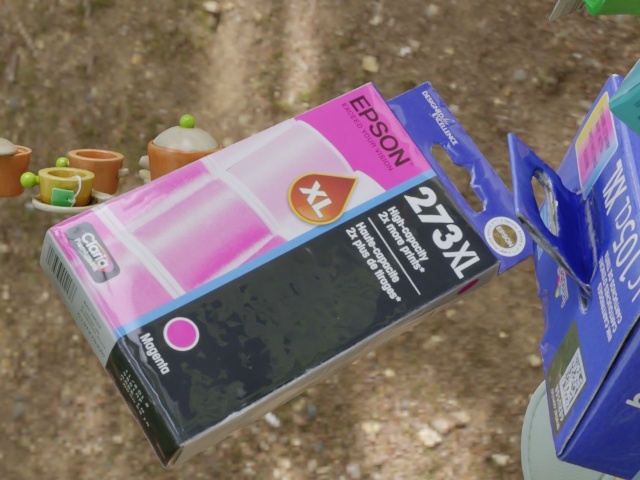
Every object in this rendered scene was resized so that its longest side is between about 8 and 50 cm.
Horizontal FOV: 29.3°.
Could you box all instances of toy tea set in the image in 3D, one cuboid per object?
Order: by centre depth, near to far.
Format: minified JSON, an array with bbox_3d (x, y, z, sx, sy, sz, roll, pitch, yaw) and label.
[{"bbox_3d":[-0.277,-0.110,1.567,0.200,0.336,0.124,-145,57,-62],"label":"toy tea set"}]

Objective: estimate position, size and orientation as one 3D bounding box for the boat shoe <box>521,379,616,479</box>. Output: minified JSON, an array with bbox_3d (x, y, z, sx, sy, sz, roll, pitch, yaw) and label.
[{"bbox_3d":[0.280,0.121,1.165,0.114,0.091,0.303,30,111,31],"label":"boat shoe"}]

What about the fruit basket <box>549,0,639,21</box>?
[{"bbox_3d":[0.512,-0.470,1.756,0.165,0.353,0.327,52,151,9],"label":"fruit basket"}]

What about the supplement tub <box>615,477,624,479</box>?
[{"bbox_3d":[0.435,0.351,1.892,0.144,0.144,0.200,3,99,45],"label":"supplement tub"}]

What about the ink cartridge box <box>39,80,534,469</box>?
[{"bbox_3d":[0.000,0.000,0.902,0.176,0.371,0.069,55,149,13],"label":"ink cartridge box"}]

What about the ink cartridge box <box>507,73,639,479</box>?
[{"bbox_3d":[0.296,0.046,0.815,0.270,0.395,0.151,-82,10,-55],"label":"ink cartridge box"}]

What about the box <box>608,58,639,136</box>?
[{"bbox_3d":[0.250,-0.021,0.524,0.244,0.100,0.060,40,158,-3],"label":"box"}]
